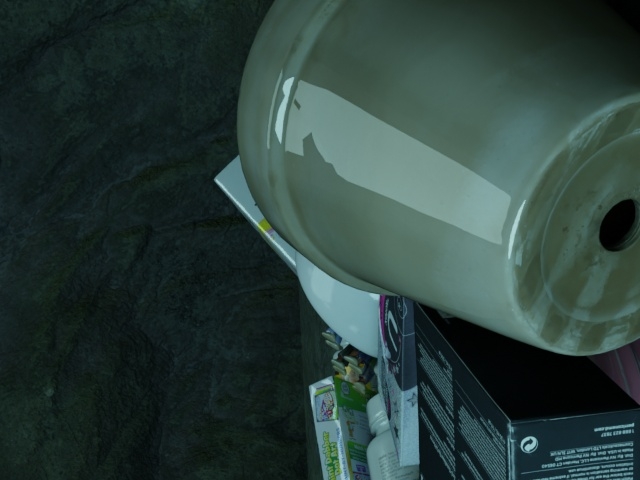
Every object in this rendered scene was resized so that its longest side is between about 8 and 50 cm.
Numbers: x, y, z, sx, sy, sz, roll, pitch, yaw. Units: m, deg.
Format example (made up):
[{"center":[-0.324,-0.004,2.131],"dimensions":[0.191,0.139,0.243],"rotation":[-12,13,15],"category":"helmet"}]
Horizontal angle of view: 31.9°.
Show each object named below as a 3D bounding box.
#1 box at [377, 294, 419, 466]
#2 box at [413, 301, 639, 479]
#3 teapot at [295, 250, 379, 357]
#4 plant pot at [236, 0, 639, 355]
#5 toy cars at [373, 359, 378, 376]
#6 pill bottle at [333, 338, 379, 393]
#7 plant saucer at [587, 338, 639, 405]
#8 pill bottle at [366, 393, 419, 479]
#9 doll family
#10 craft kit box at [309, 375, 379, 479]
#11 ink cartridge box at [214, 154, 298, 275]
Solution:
[{"center":[0.151,0.110,1.229],"dimensions":[0.142,0.163,0.247],"rotation":[-104,11,-57],"category":"box"},{"center":[0.151,0.167,0.872],"dimensions":[0.261,0.103,0.184],"rotation":[-121,29,-72],"category":"box"},{"center":[0.106,0.022,1.437],"dimensions":[0.187,0.256,0.252],"rotation":[-45,13,31],"category":"teapot"},{"center":[0.139,-0.065,0.827],"dimensions":[0.280,0.323,0.323],"rotation":[42,141,53],"category":"plant pot"},{"center":[0.131,0.269,1.488],"dimensions":[0.176,0.087,0.393],"rotation":[30,-140,-45],"category":"toy cars"},{"center":[0.087,0.261,2.022],"dimensions":[0.117,0.117,0.215],"rotation":[126,138,-79],"category":"pill bottle"},{"center":[0.230,0.176,0.994],"dimensions":[0.332,0.084,0.332],"rotation":[175,90,-83],"category":"plant saucer"},{"center":[0.137,0.338,1.646],"dimensions":[0.131,0.131,0.229],"rotation":[95,167,-55],"category":"pill bottle"},{"center":[0.061,0.129,1.575],"dimensions":[0.076,0.111,0.193],"rotation":[31,159,20],"category":"doll family"},{"center":[0.092,0.358,1.752],"dimensions":[0.250,0.061,0.246],"rotation":[29,-135,-47],"category":"craft kit box"},{"center":[0.000,0.000,1.747],"dimensions":[0.306,0.131,0.226],"rotation":[45,176,26],"category":"ink cartridge box"}]
